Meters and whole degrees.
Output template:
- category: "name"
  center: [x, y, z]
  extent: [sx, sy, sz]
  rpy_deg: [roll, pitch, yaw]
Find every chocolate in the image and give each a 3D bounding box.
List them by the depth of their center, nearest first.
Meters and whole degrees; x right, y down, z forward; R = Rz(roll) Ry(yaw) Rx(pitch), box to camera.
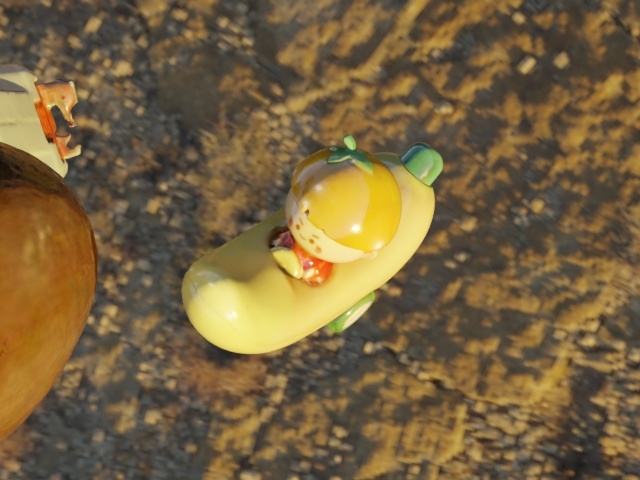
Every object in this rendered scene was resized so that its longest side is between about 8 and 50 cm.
- category: "chocolate"
  center: [-0.187, 0.023, 0.702]
  extent: [0.176, 0.177, 0.177]
  rpy_deg: [-9, 71, 28]

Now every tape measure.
- category: "tape measure"
  center: [-0.335, -0.056, 1.188]
  extent: [0.265, 0.258, 0.130]
  rpy_deg: [-20, 96, 4]

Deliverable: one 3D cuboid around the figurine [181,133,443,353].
- category: "figurine"
  center: [0.000, 0.000, 1.372]
  extent: [0.124, 0.324, 0.222]
  rpy_deg: [48, 127, 11]
